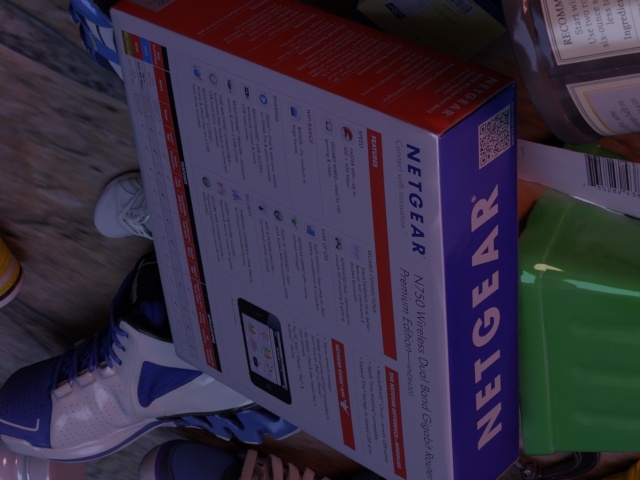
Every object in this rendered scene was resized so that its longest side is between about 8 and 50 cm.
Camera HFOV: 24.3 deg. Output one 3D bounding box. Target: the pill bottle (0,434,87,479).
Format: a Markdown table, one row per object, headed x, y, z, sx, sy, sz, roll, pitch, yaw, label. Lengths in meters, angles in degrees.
| x | y | z | sx | sy | sz | roll | pitch | yaw | label |
| --- | --- | --- | --- | --- | --- | --- | --- | --- | --- |
| -0.350 | 0.237 | 1.609 | 0.180 | 0.108 | 0.108 | 0 | 137 | 22 | pill bottle |

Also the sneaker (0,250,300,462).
| x | y | z | sx | sy | sz | roll | pitch | yaw | label |
| --- | --- | --- | --- | --- | --- | --- | --- | --- | --- |
| -0.166 | 0.096 | 1.377 | 0.315 | 0.127 | 0.182 | -8 | 130 | 20 | sneaker |

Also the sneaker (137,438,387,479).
| x | y | z | sx | sy | sz | roll | pitch | yaw | label |
| --- | --- | --- | --- | --- | --- | --- | --- | --- | --- |
| 0.004 | 0.262 | 1.500 | 0.323 | 0.130 | 0.236 | 38 | 127 | -15 | sneaker |

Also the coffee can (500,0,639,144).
| x | y | z | sx | sy | sz | roll | pitch | yaw | label |
| --- | --- | --- | --- | --- | --- | --- | --- | --- | --- |
| 0.259 | -0.170 | 0.828 | 0.275 | 0.201 | 0.201 | -6 | 134 | 27 | coffee can |

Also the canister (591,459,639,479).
| x | y | z | sx | sy | sz | roll | pitch | yaw | label |
| --- | --- | --- | --- | --- | --- | --- | --- | --- | --- |
| 0.284 | 0.280 | 1.436 | 0.126 | 0.073 | 0.170 | 39 | 138 | -25 | canister |

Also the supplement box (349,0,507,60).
| x | y | z | sx | sy | sz | roll | pitch | yaw | label |
| --- | --- | --- | --- | --- | --- | --- | --- | --- | --- |
| 0.081 | -0.168 | 1.014 | 0.083 | 0.056 | 0.083 | 36 | 137 | -20 | supplement box |

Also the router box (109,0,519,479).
| x | y | z | sx | sy | sz | roll | pitch | yaw | label |
| --- | --- | --- | --- | --- | --- | --- | --- | --- | --- |
| 0.000 | 0.000 | 1.080 | 0.301 | 0.082 | 0.335 | 26 | 137 | 35 | router box |

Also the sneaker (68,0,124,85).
| x | y | z | sx | sy | sz | roll | pitch | yaw | label |
| --- | --- | --- | --- | --- | --- | --- | --- | --- | --- |
| -0.162 | -0.166 | 1.116 | 0.059 | 0.053 | 0.144 | -12 | 130 | 35 | sneaker |

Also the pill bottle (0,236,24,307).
| x | y | z | sx | sy | sz | roll | pitch | yaw | label |
| --- | --- | --- | --- | --- | --- | --- | --- | --- | --- |
| -0.327 | 0.007 | 1.369 | 0.065 | 0.065 | 0.116 | -4 | 136 | 25 | pill bottle |

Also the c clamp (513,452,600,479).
| x | y | z | sx | sy | sz | roll | pitch | yaw | label |
| --- | --- | --- | --- | --- | --- | --- | --- | --- | --- |
| 0.179 | 0.185 | 1.413 | 0.161 | 0.022 | 0.137 | 36 | 132 | -18 | c clamp |

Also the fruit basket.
| x | y | z | sx | sy | sz | roll | pitch | yaw | label |
| --- | --- | --- | --- | --- | --- | --- | --- | --- | --- |
| 0.123 | 0.020 | 1.172 | 0.353 | 0.165 | 0.327 | 18 | 142 | 28 | fruit basket |

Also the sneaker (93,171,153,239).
| x | y | z | sx | sy | sz | roll | pitch | yaw | label |
| --- | --- | --- | --- | --- | --- | --- | --- | --- | --- |
| -0.144 | -0.027 | 1.262 | 0.152 | 0.061 | 0.054 | -20 | 129 | 39 | sneaker |
